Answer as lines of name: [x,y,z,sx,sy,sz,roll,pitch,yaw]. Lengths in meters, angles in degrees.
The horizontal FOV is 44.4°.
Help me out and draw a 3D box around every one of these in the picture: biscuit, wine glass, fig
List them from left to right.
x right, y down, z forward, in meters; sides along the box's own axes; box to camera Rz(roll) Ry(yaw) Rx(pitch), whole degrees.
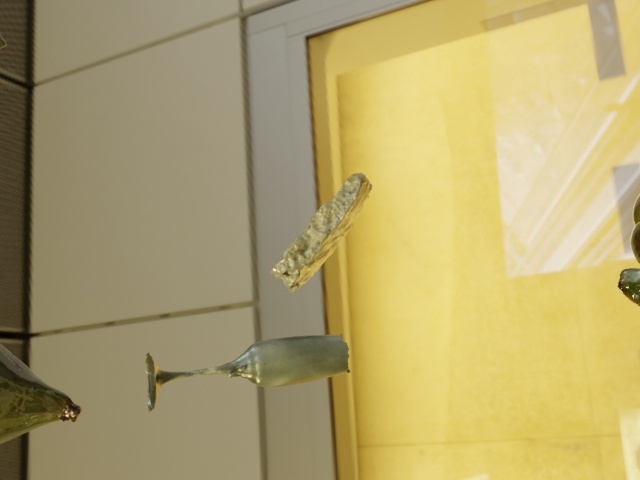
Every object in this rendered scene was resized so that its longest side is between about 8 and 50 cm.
fig: [-0.332,0.154,0.742,0.126,0.184,0.133,-36,-44,-40]
wine glass: [-0.084,0.157,0.977,0.262,0.074,0.074,-5,-96,-20]
biscuit: [0.000,0.000,1.115,0.040,0.265,0.188,41,-128,8]

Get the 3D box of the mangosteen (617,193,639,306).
mangosteen: [0.512,-0.037,0.885,0.297,0.296,0.314,46,-114,-48]

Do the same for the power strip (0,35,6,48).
power strip: [-0.163,-0.031,0.252,0.051,0.136,0.019,60,168,-16]
